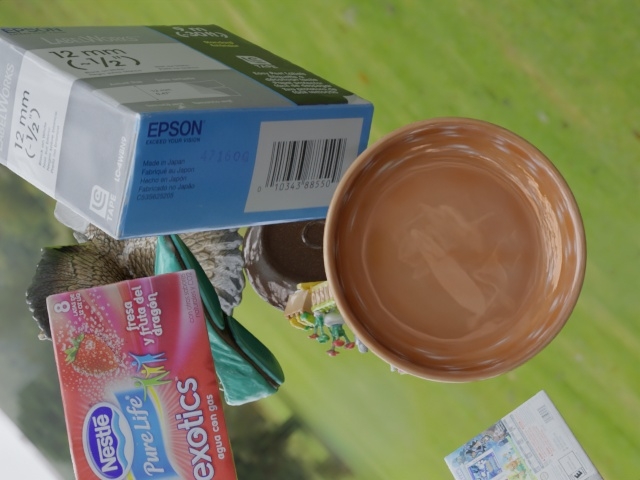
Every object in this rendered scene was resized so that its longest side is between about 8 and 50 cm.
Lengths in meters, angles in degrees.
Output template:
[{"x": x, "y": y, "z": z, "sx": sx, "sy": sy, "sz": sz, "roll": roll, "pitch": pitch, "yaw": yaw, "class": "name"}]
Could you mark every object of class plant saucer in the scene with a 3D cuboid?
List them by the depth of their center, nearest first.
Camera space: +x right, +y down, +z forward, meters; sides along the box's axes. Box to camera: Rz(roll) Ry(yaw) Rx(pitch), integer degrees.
[{"x": 0.099, "y": 0.008, "z": 1.352, "sx": 0.200, "sy": 0.200, "sz": 0.037, "roll": 48, "pitch": 169, "yaw": 0, "class": "plant saucer"}, {"x": 0.000, "y": 0.000, "z": 2.180, "sx": 0.198, "sy": 0.198, "sz": 0.036, "roll": 42, "pitch": 163, "yaw": 28, "class": "plant saucer"}]

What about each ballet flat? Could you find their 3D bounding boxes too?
[{"x": -0.128, "y": 0.095, "z": 1.892, "sx": 0.247, "sy": 0.087, "sz": 0.083, "roll": 55, "pitch": -171, "yaw": -38, "class": "ballet flat"}]

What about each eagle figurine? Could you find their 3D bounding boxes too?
[{"x": -0.219, "y": 0.042, "z": 2.107, "sx": 0.225, "sy": 0.226, "sz": 0.298, "roll": 20, "pitch": 175, "yaw": -9, "class": "eagle figurine"}]

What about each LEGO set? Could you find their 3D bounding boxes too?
[{"x": 0.068, "y": 0.077, "z": 1.683, "sx": 0.132, "sy": 0.287, "sz": 0.107, "roll": 5, "pitch": -105, "yaw": -57, "class": "LEGO set"}]

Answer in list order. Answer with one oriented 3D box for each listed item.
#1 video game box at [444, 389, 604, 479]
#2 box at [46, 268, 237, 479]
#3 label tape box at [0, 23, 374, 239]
[{"x": 0.300, "y": 0.342, "z": 2.650, "sx": 0.048, "sy": 0.187, "sz": 0.205, "roll": 54, "pitch": -175, "yaw": -36, "class": "video game box"}, {"x": -0.156, "y": 0.196, "z": 1.661, "sx": 0.154, "sy": 0.142, "sz": 0.300, "roll": 104, "pitch": 155, "yaw": -74, "class": "box"}, {"x": -0.162, "y": -0.122, "z": 1.554, "sx": 0.347, "sy": 0.249, "sz": 0.115, "roll": 33, "pitch": 119, "yaw": 42, "class": "label tape box"}]
